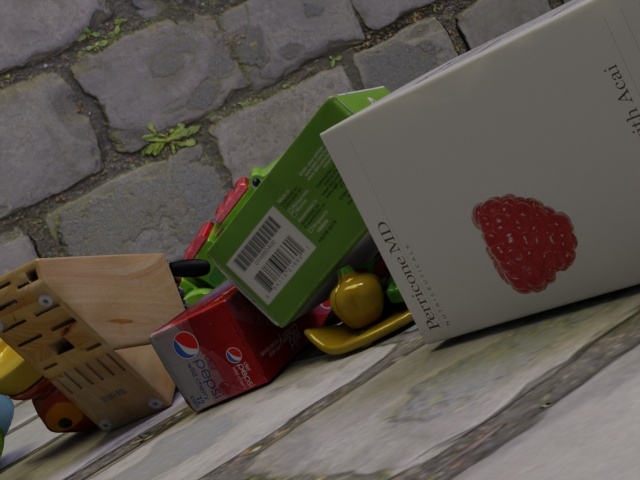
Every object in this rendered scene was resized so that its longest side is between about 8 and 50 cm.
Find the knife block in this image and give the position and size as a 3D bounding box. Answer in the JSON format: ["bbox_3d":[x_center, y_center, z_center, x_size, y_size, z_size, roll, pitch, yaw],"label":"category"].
[{"bbox_3d":[-0.205,0.056,1.358,0.088,0.276,0.242,-25,35,24],"label":"knife block"}]

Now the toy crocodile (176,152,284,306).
[{"bbox_3d":[-0.115,0.014,1.605,0.341,0.105,0.115,-54,8,13],"label":"toy crocodile"}]

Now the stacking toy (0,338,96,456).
[{"bbox_3d":[-0.353,0.227,1.388,0.309,0.130,0.280,-27,30,35],"label":"stacking toy"}]

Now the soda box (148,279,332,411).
[{"bbox_3d":[-0.052,0.068,1.269,0.092,0.083,0.263,-25,6,26],"label":"soda box"}]

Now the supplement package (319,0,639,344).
[{"bbox_3d":[0.180,-0.068,0.897,0.293,0.178,0.175,-22,7,46],"label":"supplement package"}]

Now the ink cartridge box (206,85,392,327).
[{"bbox_3d":[0.033,-0.043,1.218,0.189,0.097,0.255,-50,-9,22],"label":"ink cartridge box"}]

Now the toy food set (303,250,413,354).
[{"bbox_3d":[0.064,0.025,1.167,0.128,0.071,0.218,-23,6,41],"label":"toy food set"}]
